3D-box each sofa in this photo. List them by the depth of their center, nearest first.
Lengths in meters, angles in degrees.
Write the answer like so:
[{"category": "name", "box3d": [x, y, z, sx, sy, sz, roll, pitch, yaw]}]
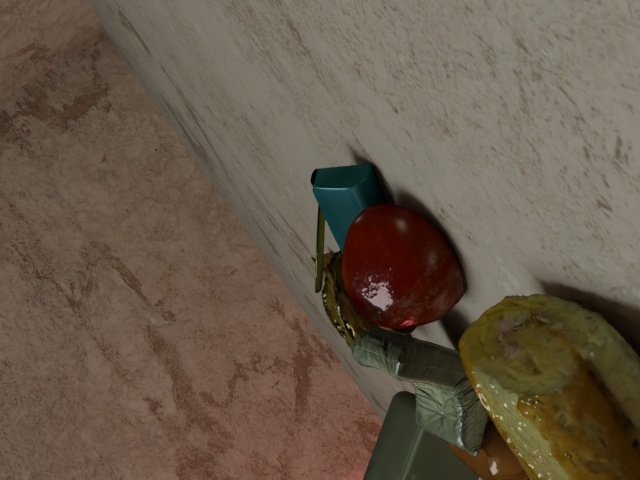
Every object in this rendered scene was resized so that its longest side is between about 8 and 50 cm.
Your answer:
[{"category": "sofa", "box3d": [0.182, 0.276, 1.399, 0.225, 0.176, 0.210, 18, 175, -23]}]

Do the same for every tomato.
[{"category": "tomato", "box3d": [0.120, 0.065, 1.216, 0.200, 0.140, 0.233, 18, 145, 35]}]

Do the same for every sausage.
[{"category": "sausage", "box3d": [0.336, 0.392, 1.423, 0.241, 0.136, 0.120, -148, 47, -73]}]

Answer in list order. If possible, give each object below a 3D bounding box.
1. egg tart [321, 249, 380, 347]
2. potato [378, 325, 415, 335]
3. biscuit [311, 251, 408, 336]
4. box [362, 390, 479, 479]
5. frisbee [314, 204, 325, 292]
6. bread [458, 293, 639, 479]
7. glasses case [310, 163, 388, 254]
[{"category": "egg tart", "box3d": [0.077, 0.151, 1.658, 0.279, 0.094, 0.279, 51, -156, -33]}, {"category": "potato", "box3d": [0.133, 0.115, 1.522, 0.178, 0.109, 0.118, 44, -168, 36]}, {"category": "biscuit", "box3d": [0.102, 0.148, 1.921, 0.378, 0.054, 0.094, 43, 166, 48]}, {"category": "box", "box3d": [0.239, 0.571, 1.823, 0.177, 0.352, 0.344, 21, 175, -6]}, {"category": "frisbee", "box3d": [0.000, 0.000, 1.649, 0.236, 0.017, 0.236, 3, -90, -89]}, {"category": "bread", "box3d": [0.332, 0.253, 0.900, 0.376, 0.165, 0.236, 56, 172, -14]}, {"category": "glasses case", "box3d": [0.083, -0.002, 1.348, 0.117, 0.070, 0.301, -2, 135, 30]}]
